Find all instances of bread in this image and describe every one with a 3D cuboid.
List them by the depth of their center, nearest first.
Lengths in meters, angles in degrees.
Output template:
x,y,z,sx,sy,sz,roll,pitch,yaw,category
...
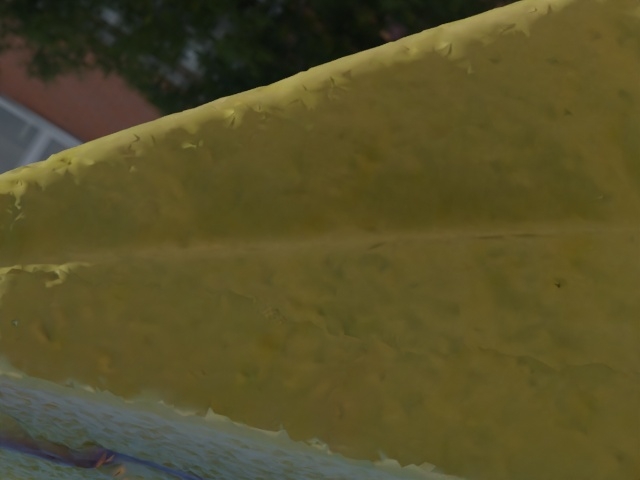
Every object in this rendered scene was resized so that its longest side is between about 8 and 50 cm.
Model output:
x,y,z,sx,sy,sz,roll,pitch,yaw,category
-0.004,0.000,0.465,0.264,0.163,0.168,14,159,10,bread
